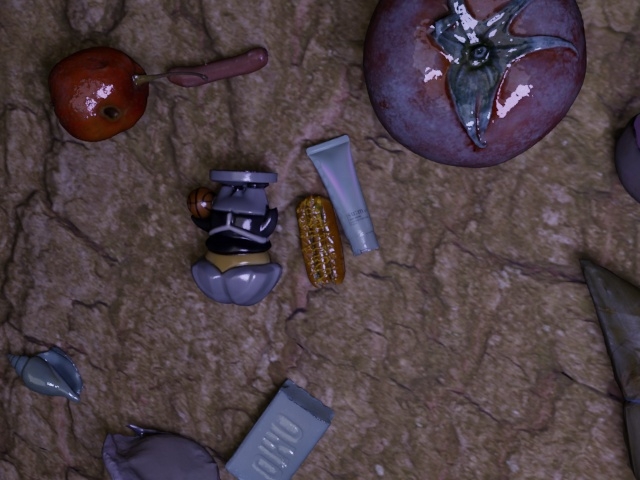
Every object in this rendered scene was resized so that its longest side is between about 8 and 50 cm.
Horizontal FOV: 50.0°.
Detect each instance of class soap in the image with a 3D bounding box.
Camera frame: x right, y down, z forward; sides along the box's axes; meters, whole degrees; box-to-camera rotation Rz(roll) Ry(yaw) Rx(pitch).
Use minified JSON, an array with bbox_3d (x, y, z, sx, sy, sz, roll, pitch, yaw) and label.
[{"bbox_3d":[-0.075,0.367,1.260,0.115,0.063,0.198,35,104,5],"label":"soap"}]

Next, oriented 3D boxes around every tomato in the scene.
[{"bbox_3d":[0.217,-0.263,0.993,0.317,0.282,0.316,1,98,9],"label":"tomato"}]

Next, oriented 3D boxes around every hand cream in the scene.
[{"bbox_3d":[0.046,-0.075,1.180,0.078,0.050,0.204,-21,90,-5],"label":"hand cream"}]

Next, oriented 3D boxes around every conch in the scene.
[{"bbox_3d":[-0.544,0.259,1.359,0.180,0.088,0.065,27,146,1],"label":"conch"}]

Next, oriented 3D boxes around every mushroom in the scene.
[{"bbox_3d":[0.523,-0.105,1.035,0.188,0.141,0.117,43,138,6],"label":"mushroom"}]

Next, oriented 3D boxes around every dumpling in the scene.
[{"bbox_3d":[-0.287,0.461,1.251,0.293,0.204,0.163,33,115,-3],"label":"dumpling"}]

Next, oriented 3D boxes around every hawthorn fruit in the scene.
[{"bbox_3d":[-0.330,-0.273,1.182,0.286,0.165,0.165,-17,94,16],"label":"hawthorn fruit"}]

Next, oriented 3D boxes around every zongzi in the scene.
[{"bbox_3d":[0.614,0.173,1.029,0.356,0.174,0.392,-16,88,10],"label":"zongzi"}]

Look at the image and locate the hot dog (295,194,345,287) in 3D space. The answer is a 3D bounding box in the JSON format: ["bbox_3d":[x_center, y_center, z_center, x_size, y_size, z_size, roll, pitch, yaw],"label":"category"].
[{"bbox_3d":[0.000,0.000,1.201,0.071,0.045,0.165,-10,96,15],"label":"hot dog"}]

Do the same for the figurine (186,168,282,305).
[{"bbox_3d":[-0.151,-0.005,1.192,0.176,0.133,0.236,4,96,21],"label":"figurine"}]

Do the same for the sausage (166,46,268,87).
[{"bbox_3d":[-0.179,-0.300,1.200,0.187,0.043,0.043,-10,96,13],"label":"sausage"}]
